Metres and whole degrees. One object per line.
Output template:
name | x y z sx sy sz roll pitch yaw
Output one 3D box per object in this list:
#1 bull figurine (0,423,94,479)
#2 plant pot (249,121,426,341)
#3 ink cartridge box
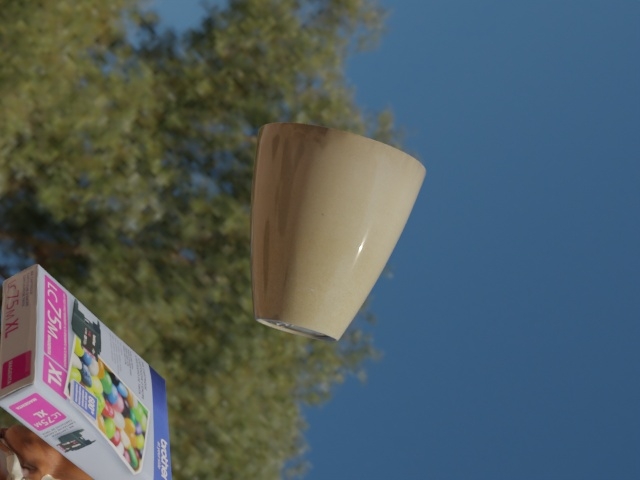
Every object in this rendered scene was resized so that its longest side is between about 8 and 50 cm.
bull figurine | -0.314 0.359 1.909 0.101 0.310 0.188 -55 -165 18
plant pot | 0.000 0.000 2.074 0.256 0.256 0.274 1 -106 54
ink cartridge box | -0.256 0.187 1.657 0.065 0.311 0.186 -25 -138 14
